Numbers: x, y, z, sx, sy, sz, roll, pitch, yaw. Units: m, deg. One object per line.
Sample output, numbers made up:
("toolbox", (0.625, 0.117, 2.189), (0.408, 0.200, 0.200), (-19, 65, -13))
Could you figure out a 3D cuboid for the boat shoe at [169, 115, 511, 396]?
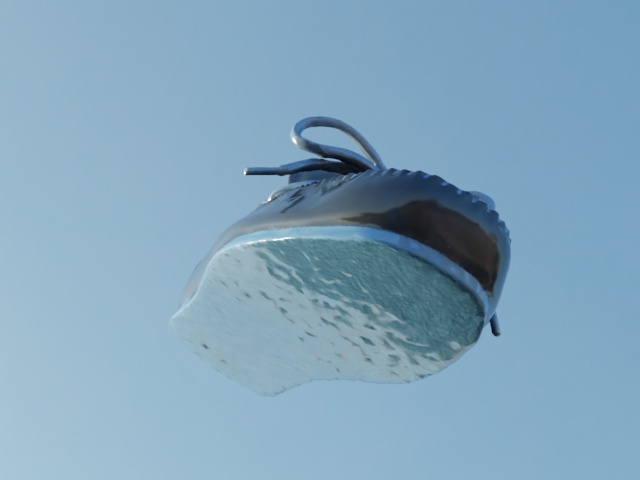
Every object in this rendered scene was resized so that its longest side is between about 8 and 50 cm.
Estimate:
("boat shoe", (0.000, 0.000, 0.580), (0.109, 0.089, 0.258), (40, -21, -16))
